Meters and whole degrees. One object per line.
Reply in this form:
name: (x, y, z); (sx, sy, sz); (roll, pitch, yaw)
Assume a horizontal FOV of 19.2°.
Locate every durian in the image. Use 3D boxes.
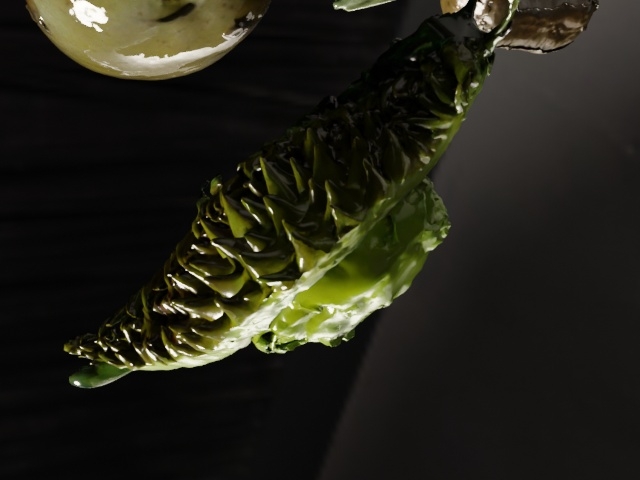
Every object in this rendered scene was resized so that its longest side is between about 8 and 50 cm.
durian: (-0.004, -0.006, 1.001); (0.375, 0.132, 0.107); (-38, 56, 30)

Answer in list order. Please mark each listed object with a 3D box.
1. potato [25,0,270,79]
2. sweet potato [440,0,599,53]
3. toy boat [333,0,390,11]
potato: (-0.097, -0.172, 1.040); (0.262, 0.165, 0.165); (-113, 26, -79)
sweet potato: (0.128, -0.167, 1.290); (0.062, 0.233, 0.081); (43, 108, 18)
toy boat: (0.118, -0.275, 1.409); (0.293, 0.055, 0.093); (-49, 20, 10)
